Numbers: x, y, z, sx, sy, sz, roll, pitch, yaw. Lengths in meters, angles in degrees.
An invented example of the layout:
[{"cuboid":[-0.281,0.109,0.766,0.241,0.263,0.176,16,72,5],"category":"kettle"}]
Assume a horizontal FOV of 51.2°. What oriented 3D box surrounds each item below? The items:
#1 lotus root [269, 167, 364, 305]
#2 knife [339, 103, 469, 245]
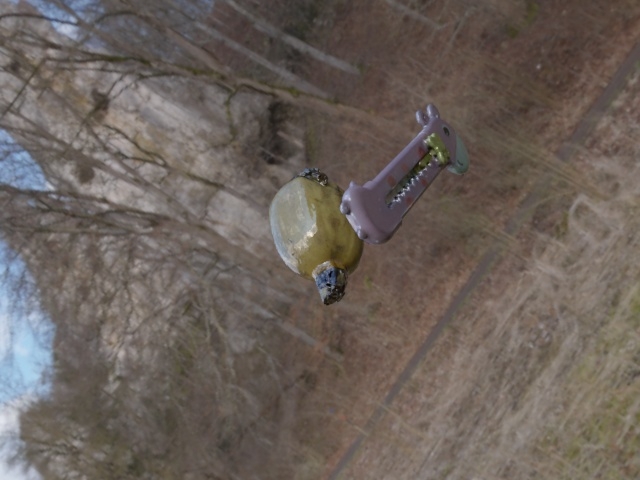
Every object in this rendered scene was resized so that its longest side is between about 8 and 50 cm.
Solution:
[{"cuboid":[0.000,0.000,1.330,0.183,0.309,0.182,-12,-40,-10],"category":"lotus root"},{"cuboid":[0.138,-0.099,0.974,0.038,0.132,0.398,-31,9,40],"category":"knife"}]
